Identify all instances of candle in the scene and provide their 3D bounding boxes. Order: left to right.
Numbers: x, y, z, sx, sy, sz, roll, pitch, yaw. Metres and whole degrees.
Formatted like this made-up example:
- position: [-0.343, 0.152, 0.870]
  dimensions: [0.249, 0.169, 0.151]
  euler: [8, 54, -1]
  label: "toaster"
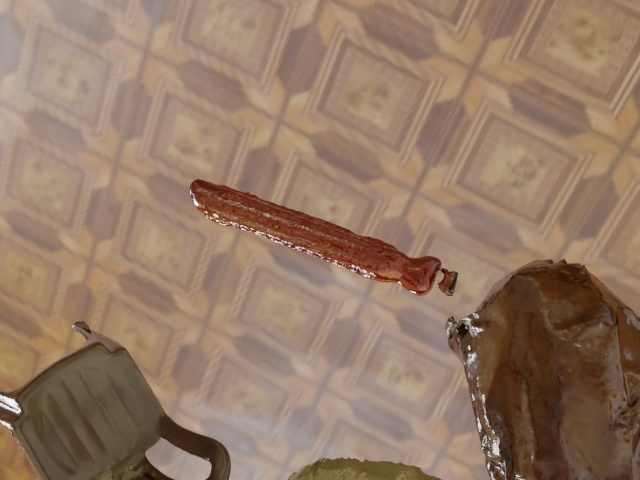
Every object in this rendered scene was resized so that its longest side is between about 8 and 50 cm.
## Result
- position: [0.000, 0.000, 1.480]
  dimensions: [0.329, 0.048, 0.051]
  euler: [20, 125, 10]
  label: "candle"

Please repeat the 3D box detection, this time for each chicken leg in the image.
- position: [0.120, 0.157, 0.586]
  dimensions: [0.093, 0.304, 0.113]
  euler: [0, 163, -16]
  label: "chicken leg"

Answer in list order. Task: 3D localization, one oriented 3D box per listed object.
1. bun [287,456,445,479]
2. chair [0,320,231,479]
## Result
- position: [0.061, 0.374, 1.546]
  dimensions: [0.259, 0.152, 0.259]
  euler: [4, 144, 3]
  label: "bun"
- position: [-0.248, 0.217, 1.451]
  dimensions: [0.183, 0.175, 0.326]
  euler: [60, 158, -13]
  label: "chair"
